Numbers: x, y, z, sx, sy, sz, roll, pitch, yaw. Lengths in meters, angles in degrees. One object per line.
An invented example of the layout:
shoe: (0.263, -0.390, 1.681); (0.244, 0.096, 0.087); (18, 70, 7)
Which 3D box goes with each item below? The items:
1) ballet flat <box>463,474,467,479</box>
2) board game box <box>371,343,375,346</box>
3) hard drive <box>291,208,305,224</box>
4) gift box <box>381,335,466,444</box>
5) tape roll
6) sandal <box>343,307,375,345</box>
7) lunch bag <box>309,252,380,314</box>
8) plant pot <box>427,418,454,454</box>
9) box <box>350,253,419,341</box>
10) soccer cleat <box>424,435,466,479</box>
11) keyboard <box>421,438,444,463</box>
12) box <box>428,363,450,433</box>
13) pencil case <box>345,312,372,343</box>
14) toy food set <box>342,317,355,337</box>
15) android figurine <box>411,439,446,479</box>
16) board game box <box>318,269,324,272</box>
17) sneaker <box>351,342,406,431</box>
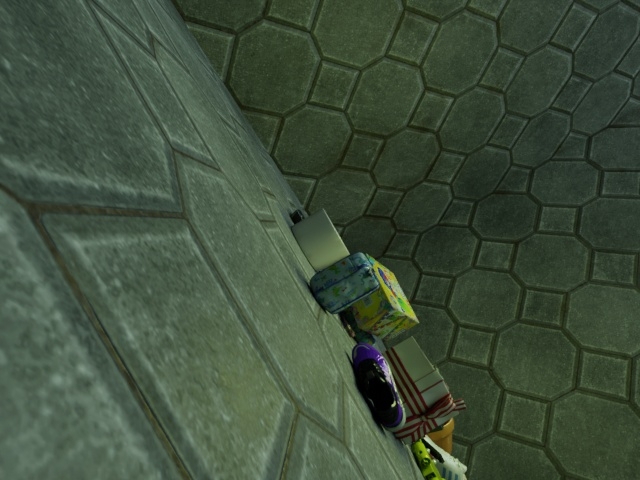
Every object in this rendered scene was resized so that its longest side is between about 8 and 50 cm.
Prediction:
ballet flat: (0.633, 1.153, 2.066); (0.123, 0.123, 0.348); (58, 4, -38)
board game box: (0.226, 0.477, 2.389); (0.211, 0.039, 0.160); (59, 3, 13)
hard drive: (-0.093, -0.082, 2.320); (0.172, 0.054, 0.255); (60, 3, -3)
gift box: (0.334, 0.541, 1.558); (0.276, 0.255, 0.258); (54, 4, -33)
tape roll: (0.000, 0.000, 1.984); (0.246, 0.169, 0.246); (59, 3, -5)
sandal: (0.197, 0.361, 2.130); (0.126, 0.138, 0.317); (60, 4, -47)
lunch bag: (0.088, 0.150, 1.506); (0.176, 0.219, 0.090); (58, 4, -47)
plant pot: (0.543, 0.923, 2.108); (0.205, 0.205, 0.188); (-102, 178, -80)
box: (0.253, 0.259, 1.973); (0.279, 0.177, 0.290); (34, 25, -48)
soccer cleat: (0.548, 0.976, 1.941); (0.331, 0.143, 0.116); (60, 3, 5)
keyboard: (0.435, 0.851, 1.836); (0.180, 0.023, 0.108); (33, -22, 45)
box: (0.422, 0.660, 1.839); (0.143, 0.165, 0.270); (60, 27, -5)
pencil case: (0.165, 0.388, 1.943); (0.152, 0.070, 0.064); (60, -9, -29)
toy food set: (0.115, 0.366, 1.834); (0.078, 0.019, 0.122); (60, -5, -2)
android figurine: (0.421, 0.876, 1.678); (0.248, 0.056, 0.273); (59, 5, -14)
board game box: (0.083, 0.169, 1.807); (0.210, 0.160, 0.047); (-109, -168, -73)
sneaker: (0.165, 0.418, 1.346); (0.146, 0.102, 0.293); (56, 5, -47)
